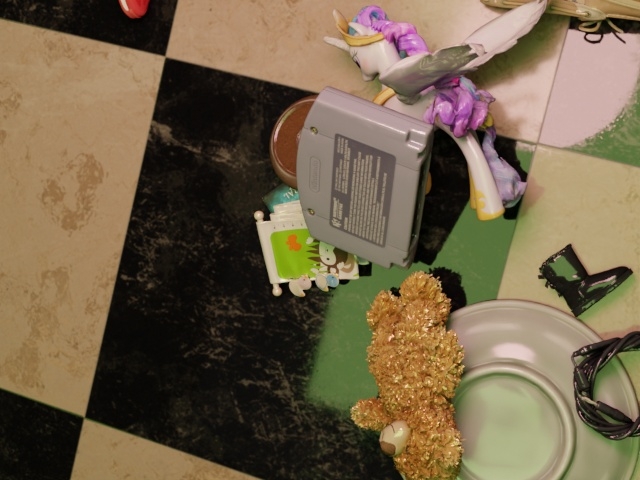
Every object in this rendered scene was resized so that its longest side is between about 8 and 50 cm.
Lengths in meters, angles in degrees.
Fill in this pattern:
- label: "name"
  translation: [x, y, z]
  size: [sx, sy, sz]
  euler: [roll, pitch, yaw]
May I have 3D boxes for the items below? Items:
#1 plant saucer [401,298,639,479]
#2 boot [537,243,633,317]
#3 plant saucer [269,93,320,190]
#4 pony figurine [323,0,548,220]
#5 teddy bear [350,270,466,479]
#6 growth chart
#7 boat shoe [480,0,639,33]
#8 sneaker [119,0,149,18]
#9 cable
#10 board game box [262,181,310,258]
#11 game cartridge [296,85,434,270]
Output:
- label: "plant saucer"
  translation: [0.291, 0.294, 1.705]
  size: [0.400, 0.100, 0.401]
  euler: [0, 92, 17]
- label: "boot"
  translation: [0.407, 0.049, 1.692]
  size: [0.121, 0.045, 0.099]
  euler: [-39, 77, 16]
- label: "plant saucer"
  translation: [-0.015, -0.164, 1.809]
  size: [0.168, 0.029, 0.168]
  euler: [-5, 78, 23]
- label: "pony figurine"
  translation: [0.179, -0.208, 1.640]
  size: [0.351, 0.303, 0.363]
  euler: [-10, 104, 44]
- label: "teddy bear"
  translation: [0.132, 0.210, 1.679]
  size: [0.245, 0.113, 0.338]
  euler: [-11, 66, 48]
- label: "growth chart"
  translation: [0.000, 0.000, 1.792]
  size: [0.237, 0.021, 0.172]
  euler: [-17, 99, 27]
- label: "boat shoe"
  translation: [0.380, -0.379, 1.670]
  size: [0.285, 0.104, 0.089]
  euler: [21, 131, 21]
- label: "sneaker"
  translation: [-0.276, -0.492, 1.875]
  size: [0.128, 0.087, 0.221]
  euler: [5, 94, 19]
- label: "cable"
  translation: [0.468, 0.215, 1.636]
  size: [0.184, 0.047, 0.151]
  euler: [-12, 77, -14]
- label: "board game box"
  translation: [0.010, -0.070, 1.823]
  size: [0.186, 0.026, 0.126]
  euler: [-35, 81, 16]
- label: "game cartridge"
  translation: [0.060, -0.091, 1.629]
  size: [0.198, 0.062, 0.297]
  euler: [26, 143, 18]
